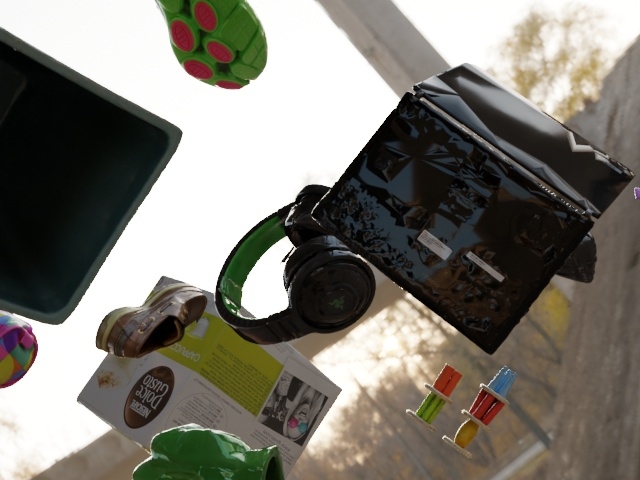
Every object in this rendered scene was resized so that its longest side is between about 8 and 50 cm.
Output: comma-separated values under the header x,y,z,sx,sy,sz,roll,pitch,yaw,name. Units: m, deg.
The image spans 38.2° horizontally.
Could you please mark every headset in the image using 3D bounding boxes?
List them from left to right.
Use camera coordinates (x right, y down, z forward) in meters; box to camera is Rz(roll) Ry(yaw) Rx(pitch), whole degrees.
x,y,z,sx,sy,sz,roll,pitch,yaw,name
0.000,0.000,1.352,0.394,0.243,0.185,-23,-50,22,headset

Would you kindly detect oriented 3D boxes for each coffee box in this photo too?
x,y,z,sx,sy,sz,roll,pitch,yaw,name
-0.237,0.324,1.947,0.338,0.337,0.334,44,-108,-33,coffee box

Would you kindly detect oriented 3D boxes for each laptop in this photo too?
x,y,z,sx,sy,sz,roll,pitch,yaw,name
0.168,-0.049,0.983,0.264,0.234,0.136,-52,-14,-2,laptop

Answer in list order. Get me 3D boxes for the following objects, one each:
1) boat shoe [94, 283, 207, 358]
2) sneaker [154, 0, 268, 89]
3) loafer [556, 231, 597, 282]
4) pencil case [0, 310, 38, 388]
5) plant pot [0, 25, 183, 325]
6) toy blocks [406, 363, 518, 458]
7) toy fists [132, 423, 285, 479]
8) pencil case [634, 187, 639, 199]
x,y,z,sx,sy,sz,roll,pitch,yaw,name
-0.185,0.100,1.083,0.178,0.060,0.064,-24,-46,-60,boat shoe
-0.248,-0.484,1.683,0.185,0.483,0.202,-24,34,19,sneaker
0.321,0.016,1.382,0.076,0.078,0.223,-19,17,-25,loafer
-0.478,0.103,1.229,0.104,0.236,0.104,-39,-35,-34,pencil case
-0.348,-0.104,0.951,0.247,0.252,0.248,27,-81,-47,plant pot
0.223,0.241,1.428,0.148,0.123,0.054,-54,-19,-4,toy blocks
-0.101,0.300,0.888,0.142,0.279,0.096,0,24,12,toy fists
0.580,-0.060,1.366,0.206,0.086,0.088,-13,-39,23,pencil case
